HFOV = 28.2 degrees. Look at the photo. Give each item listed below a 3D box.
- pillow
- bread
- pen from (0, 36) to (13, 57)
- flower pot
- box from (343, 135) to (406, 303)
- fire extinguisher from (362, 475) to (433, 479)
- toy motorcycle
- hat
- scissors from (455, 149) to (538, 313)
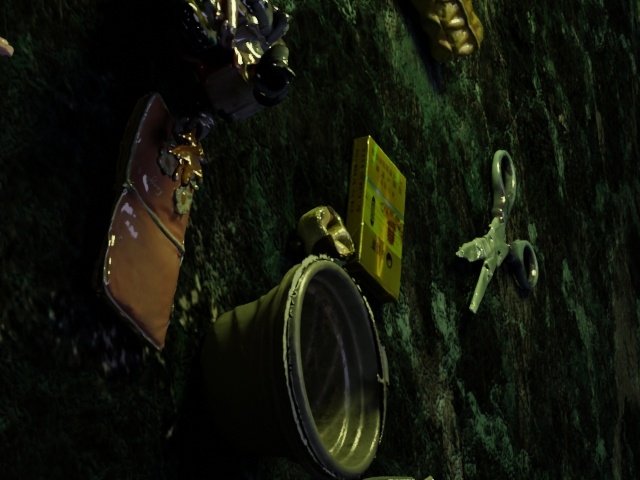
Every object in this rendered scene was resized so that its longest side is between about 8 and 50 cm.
[{"bbox_3d":[-0.163,-0.019,1.220,0.126,0.043,0.232,51,39,-50],"label":"pillow"},{"bbox_3d":[0.173,-0.402,1.968,0.269,0.098,0.087,62,-10,-31],"label":"bread"},{"bbox_3d":[-0.311,-0.182,0.997,0.197,0.032,0.053,26,58,-56],"label":"pen"},{"bbox_3d":[-0.035,0.137,1.311,0.235,0.140,0.235,31,55,-59],"label":"flower pot"},{"bbox_3d":[0.074,-0.027,1.706,0.121,0.030,0.193,44,43,-50],"label":"box"},{"bbox_3d":[0.130,0.414,1.602,0.105,0.105,0.269,-32,110,-62],"label":"fire extinguisher"},{"bbox_3d":[-0.100,-0.196,1.261,0.207,0.134,0.401,57,14,-33],"label":"toy motorcycle"},{"bbox_3d":[0.000,0.001,1.521,0.076,0.059,0.077,65,21,5],"label":"hat"},{"bbox_3d":[0.292,0.013,2.121,0.383,0.029,0.256,-44,121,-61],"label":"scissors"}]
